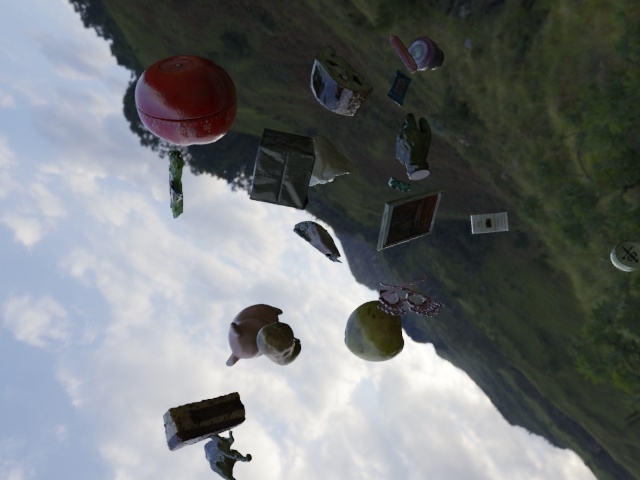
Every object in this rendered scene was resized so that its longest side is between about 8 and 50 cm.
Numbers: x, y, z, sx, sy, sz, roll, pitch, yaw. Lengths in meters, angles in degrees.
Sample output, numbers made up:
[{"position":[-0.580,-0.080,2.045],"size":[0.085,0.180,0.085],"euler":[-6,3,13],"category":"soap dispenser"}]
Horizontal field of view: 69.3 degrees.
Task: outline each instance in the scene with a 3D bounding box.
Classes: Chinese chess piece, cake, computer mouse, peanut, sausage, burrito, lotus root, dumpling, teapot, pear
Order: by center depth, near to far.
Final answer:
[{"position":[0.838,0.043,1.259],"size":[0.084,0.084,0.034],"euler":[56,175,23],"category":"Chinese chess piece"},{"position":[-0.339,0.525,1.370],"size":[0.245,0.135,0.112],"euler":[-13,-115,-20],"category":"cake"},{"position":[0.048,-0.498,1.454],"size":[0.138,0.119,0.235],"euler":[-16,-121,-32],"category":"lotus root"},{"position":[0.286,-0.642,1.591],"size":[0.147,0.035,0.030],"euler":[55,179,-6],"category":"sausage"},{"position":[-0.504,-0.181,1.615],"size":[0.054,0.288,0.104],"euler":[-2,-137,-19],"category":"burrito"},{"position":[-0.137,0.371,1.645],"size":[0.122,0.137,0.253],"euler":[25,158,30],"category":"peanut"},{"position":[0.390,-0.690,1.748],"size":[0.145,0.148,0.116],"euler":[-8,-90,-47],"category":"teapot"},{"position":[0.026,-0.348,1.974],"size":[0.242,0.187,0.318],"euler":[12,-142,20],"category":"dumpling"},{"position":[0.257,0.444,2.230],"size":[0.303,0.304,0.304],"euler":[37,-156,-20],"category":"pear"},{"position":[0.003,-0.006,2.262],"size":[0.199,0.115,0.389],"euler":[33,-178,-44],"category":"computer mouse"}]

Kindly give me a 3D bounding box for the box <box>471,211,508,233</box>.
[{"position":[0.818,-0.085,2.239],"size":[0.024,0.166,0.090],"euler":[-3,-92,-83],"category":"box"}]

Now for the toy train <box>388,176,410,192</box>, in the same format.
[{"position":[0.302,-0.212,1.761],"size":[0.083,0.033,0.053],"euler":[16,-155,-10],"category":"toy train"}]

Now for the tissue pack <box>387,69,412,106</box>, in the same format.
[{"position":[0.336,-0.648,1.970],"size":[0.085,0.138,0.028],"euler":[27,163,-18],"category":"tissue pack"}]

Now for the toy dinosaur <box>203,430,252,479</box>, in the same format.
[{"position":[-0.309,0.691,1.487],"size":[0.077,0.162,0.295],"euler":[-35,-62,-56],"category":"toy dinosaur"}]

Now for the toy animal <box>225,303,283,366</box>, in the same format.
[{"position":[-0.265,0.380,1.879],"size":[0.212,0.195,0.256],"euler":[7,-163,-3],"category":"toy animal"}]

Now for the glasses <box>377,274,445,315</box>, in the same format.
[{"position":[0.317,0.202,1.632],"size":[0.255,0.096,0.162],"euler":[1,-148,-8],"category":"glasses"}]

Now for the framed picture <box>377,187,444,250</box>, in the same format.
[{"position":[0.338,-0.078,1.727],"size":[0.273,0.217,0.016],"euler":[-17,-138,-25],"category":"framed picture"}]

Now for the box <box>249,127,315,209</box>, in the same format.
[{"position":[-0.099,-0.199,1.262],"size":[0.155,0.149,0.231],"euler":[11,-157,-7],"category":"box"}]

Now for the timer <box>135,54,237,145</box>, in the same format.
[{"position":[-0.511,-0.543,1.775],"size":[0.377,0.279,0.378],"euler":[1,-136,0],"category":"timer"}]

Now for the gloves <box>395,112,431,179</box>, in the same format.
[{"position":[0.312,-0.328,1.563],"size":[0.107,0.135,0.269],"euler":[39,-140,-44],"category":"gloves"}]
